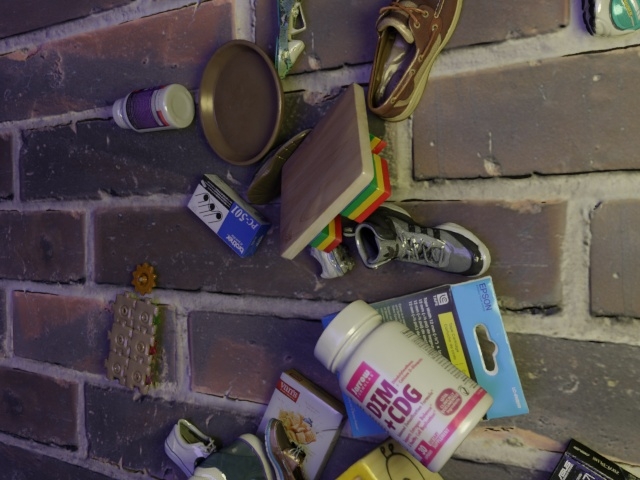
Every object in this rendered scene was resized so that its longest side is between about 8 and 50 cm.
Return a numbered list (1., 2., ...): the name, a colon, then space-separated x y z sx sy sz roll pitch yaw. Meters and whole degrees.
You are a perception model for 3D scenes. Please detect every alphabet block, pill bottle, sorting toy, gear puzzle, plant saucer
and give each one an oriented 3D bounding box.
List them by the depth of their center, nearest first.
1. pill bottle: 0.135 0.240 1.014 0.283 0.160 0.160 38 110 22
2. sorting toy: 0.029 -0.119 1.120 0.257 0.090 0.255 -45 34 38
3. alphabet block: 0.117 0.515 1.140 0.192 0.197 0.193 48 113 19
4. plant saucer: -0.177 -0.309 1.338 0.278 0.041 0.277 10 106 39
5. pill bottle: -0.419 -0.324 1.465 0.194 0.108 0.108 0 92 29
6. gear puzzle: -0.487 0.224 1.569 0.176 0.044 0.338 11 94 31

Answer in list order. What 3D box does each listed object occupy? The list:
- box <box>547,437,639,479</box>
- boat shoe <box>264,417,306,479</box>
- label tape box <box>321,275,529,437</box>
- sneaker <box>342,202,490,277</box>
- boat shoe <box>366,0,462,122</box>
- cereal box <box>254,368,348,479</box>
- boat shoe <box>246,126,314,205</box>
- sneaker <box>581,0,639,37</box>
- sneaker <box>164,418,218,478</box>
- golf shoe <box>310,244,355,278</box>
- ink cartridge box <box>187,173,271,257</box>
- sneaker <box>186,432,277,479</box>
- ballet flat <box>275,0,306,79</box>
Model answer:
1. box: 0.456 0.463 1.013 0.147 0.078 0.180 30 106 26
2. boat shoe: -0.065 0.467 1.269 0.066 0.066 0.183 -13 96 24
3. label tape box: 0.199 0.222 1.133 0.348 0.115 0.248 -18 83 26
4. sneaker: 0.170 0.017 1.106 0.269 0.153 0.101 24 121 29
5. boat shoe: 0.167 -0.397 1.117 0.123 0.123 0.341 29 106 26
6. cereal box: -0.053 0.433 1.320 0.173 0.047 0.240 29 106 26
7. boat shoe: -0.086 -0.174 1.300 0.223 0.080 0.073 -45 39 23
8. sneaker: 0.486 -0.472 0.964 0.110 0.107 0.275 -4 95 11
9. sneaker: -0.281 0.531 1.428 0.258 0.094 0.091 27 110 27
10. golf shoe: 0.000 0.000 1.265 0.086 0.069 0.176 -28 77 34
11. ink cartridge box: -0.218 -0.061 1.397 0.207 0.046 0.097 41 112 22
12. sneaker: -0.187 0.605 1.262 0.130 0.236 0.322 -7 105 40
13. ballet flat: -0.064 -0.447 1.286 0.070 0.070 0.188 5 98 30
